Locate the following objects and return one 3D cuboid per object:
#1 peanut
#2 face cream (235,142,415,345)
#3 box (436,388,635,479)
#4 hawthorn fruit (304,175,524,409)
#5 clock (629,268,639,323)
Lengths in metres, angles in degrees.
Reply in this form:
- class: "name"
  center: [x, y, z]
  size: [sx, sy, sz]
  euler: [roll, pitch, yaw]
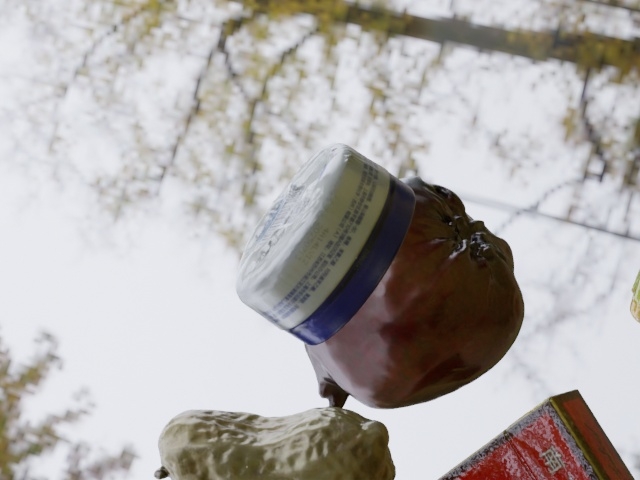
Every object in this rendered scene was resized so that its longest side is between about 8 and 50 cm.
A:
- class: "peanut"
  center: [-0.052, 0.277, 2.143]
  size: [0.143, 0.291, 0.159]
  euler: [-75, -22, -54]
- class: "face cream"
  center: [0.000, 0.000, 1.884]
  size: [0.206, 0.111, 0.206]
  euler: [-49, 16, 19]
- class: "box"
  center: [0.223, 0.289, 1.928]
  size: [0.240, 0.153, 0.074]
  euler: [-41, -23, 32]
- class: "hawthorn fruit"
  center: [0.121, 0.084, 2.427]
  size: [0.308, 0.308, 0.325]
  euler: [-50, -1, -40]
- class: "clock"
  center: [0.393, 0.027, 1.726]
  size: [0.202, 0.143, 0.096]
  euler: [-44, -28, -58]
